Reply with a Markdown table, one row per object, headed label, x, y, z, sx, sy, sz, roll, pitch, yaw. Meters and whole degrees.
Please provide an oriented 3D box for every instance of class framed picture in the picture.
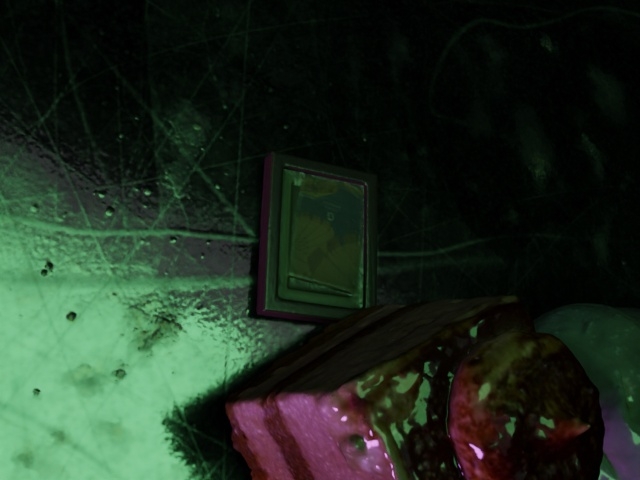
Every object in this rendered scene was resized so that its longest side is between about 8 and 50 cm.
| label | x | y | z | sx | sy | sz | roll | pitch | yaw |
| --- | --- | --- | --- | --- | --- | --- | --- | --- | --- |
| framed picture | 0.000 | 0.000 | 0.741 | 0.128 | 0.023 | 0.168 | 10 | 71 | -25 |

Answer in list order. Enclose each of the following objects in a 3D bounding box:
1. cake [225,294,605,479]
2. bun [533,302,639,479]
| label | x | y | z | sx | sy | sz | roll | pitch | yaw |
| --- | --- | --- | --- | --- | --- | --- | --- | --- | --- |
| cake | 0.079 | 0.166 | 0.577 | 0.199 | 0.293 | 0.196 | -26 | 95 | -31 |
| bun | 0.327 | 0.232 | 0.718 | 0.362 | 0.211 | 0.362 | 8 | 65 | -17 |
